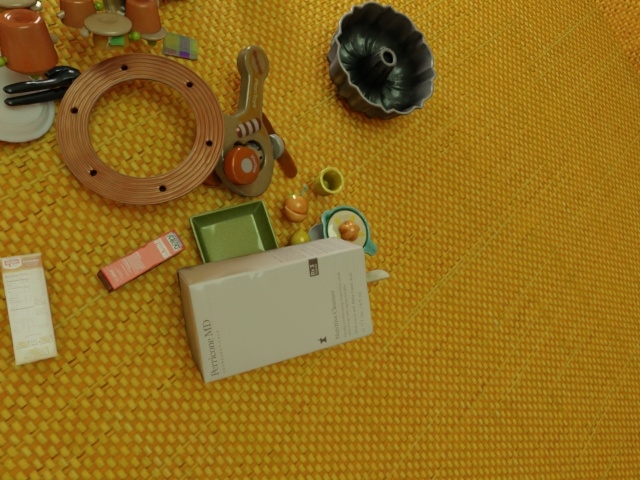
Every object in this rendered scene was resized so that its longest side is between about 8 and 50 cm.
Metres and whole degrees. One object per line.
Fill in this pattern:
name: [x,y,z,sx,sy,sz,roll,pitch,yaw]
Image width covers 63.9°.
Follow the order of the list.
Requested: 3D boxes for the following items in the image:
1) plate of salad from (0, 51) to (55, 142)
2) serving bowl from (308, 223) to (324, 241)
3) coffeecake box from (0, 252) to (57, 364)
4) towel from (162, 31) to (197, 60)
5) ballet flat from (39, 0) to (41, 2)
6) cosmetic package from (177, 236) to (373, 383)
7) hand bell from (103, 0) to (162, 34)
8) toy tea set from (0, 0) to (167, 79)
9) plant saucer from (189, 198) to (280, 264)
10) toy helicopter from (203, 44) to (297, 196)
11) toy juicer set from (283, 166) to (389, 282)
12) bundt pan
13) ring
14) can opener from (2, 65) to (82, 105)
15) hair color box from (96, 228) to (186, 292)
plate of salad: [-0.635,-0.284,1.020,0.199,0.048,0.200,26,54,-41]
serving bowl: [0.000,0.000,1.311,0.083,0.027,0.083,6,76,-26]
coffeecake box: [-0.533,0.128,0.941,0.068,0.142,0.186,-9,83,-29]
towel: [-0.340,-0.471,1.244,0.083,0.009,0.060,3,78,-28]
ballet flat: [-0.683,-0.466,1.043,0.213,0.072,0.068,-12,112,-28]
cosmetic package: [-0.096,0.135,1.111,0.384,0.156,0.217,-14,105,-23]
hand bell: [-0.373,-0.578,1.213,0.126,0.126,0.242,55,49,-7]
toy tea set: [-0.478,-0.408,1.029,0.336,0.124,0.200,-6,49,-19]
plant saucer: [-0.195,0.015,1.197,0.188,0.045,0.188,-17,88,-29]
toy helicopter: [-0.155,-0.279,1.222,0.235,0.140,0.355,6,88,-49]
toy juicer set: [0.036,-0.001,1.263,0.209,0.089,0.329,-33,96,-29]
bundt pan: [0.157,-0.486,1.441,0.330,0.124,0.331,6,77,-27]
ring: [-0.371,-0.235,1.081,0.336,0.032,0.337,2,79,-10]
can opener: [-0.560,-0.310,1.051,0.073,0.059,0.186,19,38,20]
hair color box: [-0.373,0.043,1.072,0.167,0.093,0.053,-35,97,-28]
